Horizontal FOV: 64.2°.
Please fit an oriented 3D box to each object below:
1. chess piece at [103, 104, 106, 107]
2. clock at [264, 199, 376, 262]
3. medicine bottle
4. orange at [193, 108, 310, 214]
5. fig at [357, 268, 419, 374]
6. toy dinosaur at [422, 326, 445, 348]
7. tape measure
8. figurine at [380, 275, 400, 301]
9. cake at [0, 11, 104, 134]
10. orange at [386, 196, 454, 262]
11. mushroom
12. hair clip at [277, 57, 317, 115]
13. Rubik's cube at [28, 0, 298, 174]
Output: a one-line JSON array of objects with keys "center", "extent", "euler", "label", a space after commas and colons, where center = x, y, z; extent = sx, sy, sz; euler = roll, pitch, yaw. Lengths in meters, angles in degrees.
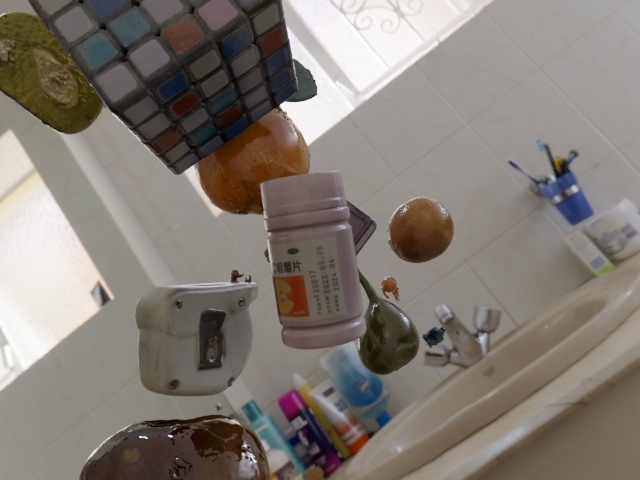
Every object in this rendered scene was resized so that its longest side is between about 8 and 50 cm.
[{"center": [-0.605, -0.443, 1.381], "extent": [0.331, 0.182, 0.182], "euler": [23, -47, -22], "label": "chess piece"}, {"center": [-0.001, -0.001, 1.014], "extent": [0.193, 0.145, 0.073], "euler": [-53, -16, 6], "label": "clock"}, {"center": [-0.011, 0.027, 0.769], "extent": [0.134, 0.249, 0.133], "euler": [-7, 3, 0], "label": "medicine bottle"}, {"center": [-0.143, -0.171, 1.082], "extent": [0.246, 0.246, 0.246], "euler": [-34, -14, -10], "label": "orange"}, {"center": [0.129, 0.182, 1.202], "extent": [0.152, 0.259, 0.151], "euler": [-24, -14, -7], "label": "fig"}, {"center": [0.243, 0.202, 1.080], "extent": [0.047, 0.030, 0.083], "euler": [-33, -24, -3], "label": "toy dinosaur"}, {"center": [-0.255, 0.198, 1.093], "extent": [0.130, 0.264, 0.258], "euler": [-4, -3, 37], "label": "tape measure"}, {"center": [0.191, 0.135, 1.368], "extent": [0.047, 0.064, 0.109], "euler": [-31, -37, 4], "label": "figurine"}, {"center": [-0.594, -0.359, 1.104], "extent": [0.179, 0.260, 0.156], "euler": [-53, 32, -7], "label": "cake"}, {"center": [0.300, -0.028, 1.541], "extent": [0.206, 0.206, 0.206], "euler": [-34, -14, -10], "label": "orange"}, {"center": [-0.201, 0.406, 0.756], "extent": [0.345, 0.345, 0.260], "euler": [-39, -45, 12], "label": "mushroom"}, {"center": [-0.217, -0.387, 1.298], "extent": [0.392, 0.318, 0.238], "euler": [-50, 14, -10], "label": "hair clip"}, {"center": [-0.237, -0.328, 0.827], "extent": [0.287, 0.291, 0.293], "euler": [-37, -8, -5], "label": "Rubik's cube"}]
